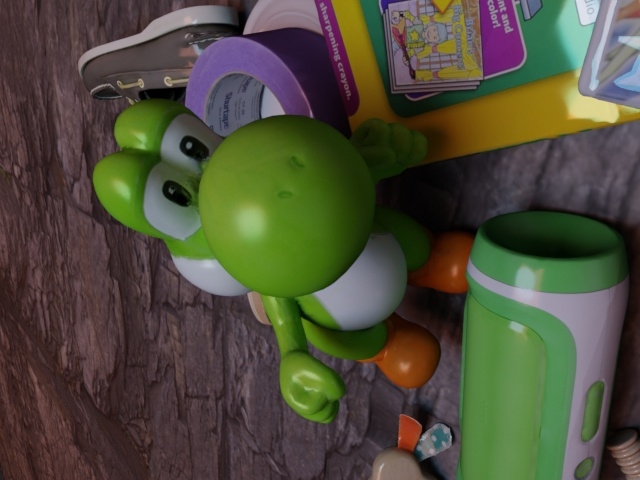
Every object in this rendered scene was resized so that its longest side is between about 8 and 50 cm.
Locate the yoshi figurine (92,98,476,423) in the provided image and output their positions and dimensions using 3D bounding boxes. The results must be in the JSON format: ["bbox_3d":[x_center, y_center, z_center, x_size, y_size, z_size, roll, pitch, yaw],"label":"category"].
[{"bbox_3d":[0.015,0.014,0.463,0.203,0.362,0.204,-32,53,26],"label":"yoshi figurine"}]

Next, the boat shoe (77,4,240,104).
[{"bbox_3d":[-0.214,-0.215,0.787,0.305,0.109,0.091,-4,101,42],"label":"boat shoe"}]

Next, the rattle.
[{"bbox_3d":[0.100,0.292,0.762,0.130,0.143,0.200,0,94,12],"label":"rattle"}]

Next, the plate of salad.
[{"bbox_3d":[-0.010,-0.169,0.647,0.199,0.048,0.200,21,123,36],"label":"plate of salad"}]

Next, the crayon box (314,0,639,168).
[{"bbox_3d":[0.127,-0.252,0.429,0.313,0.106,0.363,-7,103,45],"label":"crayon box"}]

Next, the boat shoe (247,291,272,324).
[{"bbox_3d":[-0.053,0.039,0.775,0.059,0.063,0.170,26,124,42],"label":"boat shoe"}]

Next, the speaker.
[{"bbox_3d":[0.185,0.131,0.532,0.131,0.131,0.297,17,119,40],"label":"speaker"}]

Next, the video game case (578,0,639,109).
[{"bbox_3d":[0.287,-0.183,0.216,0.299,0.036,0.329,24,122,31],"label":"video game case"}]

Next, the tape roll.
[{"bbox_3d":[-0.046,-0.112,0.616,0.189,0.080,0.189,22,124,36],"label":"tape roll"}]

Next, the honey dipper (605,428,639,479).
[{"bbox_3d":[0.306,0.241,0.531,0.030,0.030,0.161,-38,82,47],"label":"honey dipper"}]
